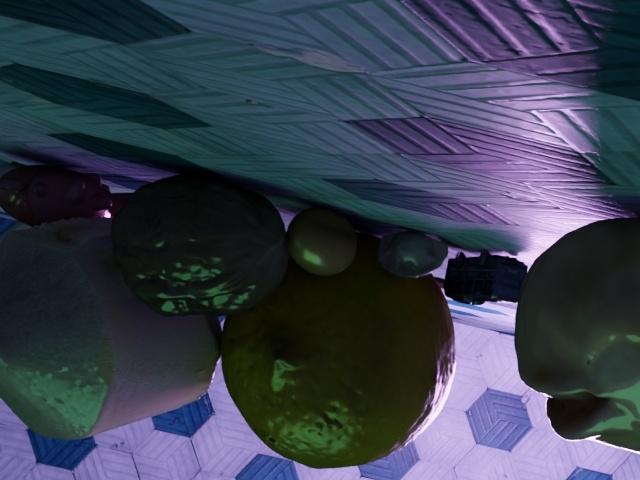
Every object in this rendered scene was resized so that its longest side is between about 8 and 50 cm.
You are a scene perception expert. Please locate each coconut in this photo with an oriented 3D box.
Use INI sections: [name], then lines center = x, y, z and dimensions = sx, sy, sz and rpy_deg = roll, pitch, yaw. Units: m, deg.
[coconut]
center = -0.305, 0.109, 1.601
dimensions = 0.297, 0.297, 0.309
rpy_deg = 9, -169, 41

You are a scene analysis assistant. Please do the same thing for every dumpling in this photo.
[dumpling]
center = 0.111, 0.019, 1.506
dimensions = 0.076, 0.057, 0.052
rpy_deg = 14, 175, -10

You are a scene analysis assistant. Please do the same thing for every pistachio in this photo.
[pistachio]
center = 0.262, 0.070, 1.036
dimensions = 0.193, 0.214, 0.318
rpy_deg = 58, 179, -8

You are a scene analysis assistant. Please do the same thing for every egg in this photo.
[egg]
center = 0.000, 0.000, 1.461
dimensions = 0.080, 0.080, 0.096
rpy_deg = 11, 171, 24

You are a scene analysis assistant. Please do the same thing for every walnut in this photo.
[walnut]
center = -0.132, 0.007, 1.432
dimensions = 0.230, 0.178, 0.178
rpy_deg = -3, 166, 38

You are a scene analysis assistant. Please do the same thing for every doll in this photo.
[doll]
center = -0.356, -0.054, 1.706
dimensions = 0.211, 0.093, 0.262
rpy_deg = 6, 175, 31

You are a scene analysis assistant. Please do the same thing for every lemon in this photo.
[lemon]
center = 0.025, 0.142, 1.621
dimensions = 0.336, 0.336, 0.336
rpy_deg = 13, 175, 1

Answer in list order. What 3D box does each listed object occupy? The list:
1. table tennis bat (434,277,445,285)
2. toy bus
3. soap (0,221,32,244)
[table tennis bat]
center = 0.236, 0.083, 2.186
dimensions = 0.158, 0.014, 0.095
rpy_deg = 17, 173, -15
[toy bus]
center = 0.204, 0.048, 1.555
dimensions = 0.047, 0.065, 0.166
rpy_deg = 13, 174, -15
[soap]
center = -0.490, 0.030, 2.093
dimensions = 0.087, 0.265, 0.160
rpy_deg = 55, -173, 14
